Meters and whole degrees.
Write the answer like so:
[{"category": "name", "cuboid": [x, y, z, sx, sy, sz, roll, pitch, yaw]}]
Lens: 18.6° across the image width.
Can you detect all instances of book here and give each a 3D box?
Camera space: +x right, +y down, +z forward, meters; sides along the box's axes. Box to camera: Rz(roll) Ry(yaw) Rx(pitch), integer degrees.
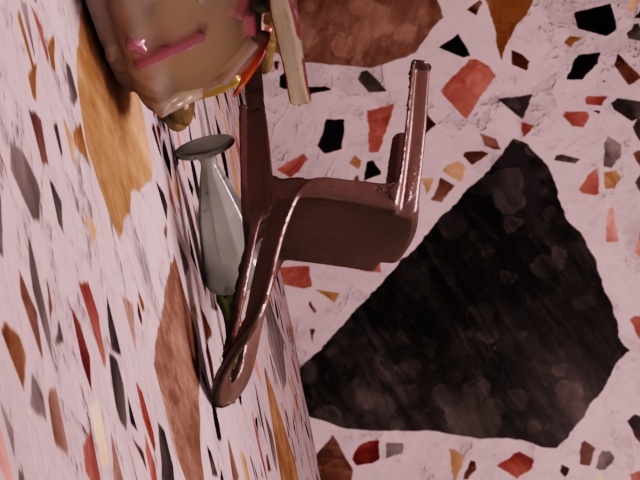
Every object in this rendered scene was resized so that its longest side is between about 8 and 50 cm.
[{"category": "book", "cuboid": [-0.037, -0.245, 1.565, 0.162, 0.022, 0.232, 80, 3, -61]}]

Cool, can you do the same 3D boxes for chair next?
[{"category": "chair", "cuboid": [0.000, 0.000, 1.861, 0.175, 0.183, 0.326, 105, -10, -67]}]

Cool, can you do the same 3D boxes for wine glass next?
[{"category": "wine glass", "cuboid": [-0.099, -0.028, 2.000, 0.073, 0.073, 0.155, -98, 175, -72]}]

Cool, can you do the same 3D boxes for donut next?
[{"category": "donut", "cuboid": [-0.129, -0.295, 1.598, 0.382, 0.142, 0.383, -11, 90, -88]}]

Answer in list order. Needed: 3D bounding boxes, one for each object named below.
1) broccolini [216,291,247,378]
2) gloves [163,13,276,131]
[{"category": "broccolini", "cuboid": [-0.085, 0.056, 2.098, 0.074, 0.058, 0.201, 43, 33, -75]}, {"category": "gloves", "cuboid": [-0.092, -0.249, 1.875, 0.141, 0.331, 0.154, 45, 40, 10]}]
